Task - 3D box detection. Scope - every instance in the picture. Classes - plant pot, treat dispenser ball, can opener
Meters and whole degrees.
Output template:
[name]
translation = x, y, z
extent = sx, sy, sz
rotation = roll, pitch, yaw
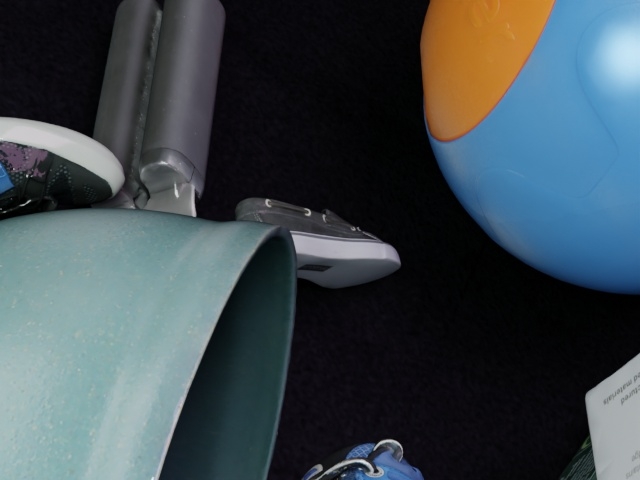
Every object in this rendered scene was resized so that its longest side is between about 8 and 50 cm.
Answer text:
[plant pot]
translation = -0.144, 0.113, 0.811
extent = 0.196, 0.293, 0.293
rotation = 13, 47, 7
[treat dispenser ball]
translation = 0.207, -0.108, 1.180
extent = 0.288, 0.288, 0.288
rotation = 18, 50, -23
[can opener]
translation = -0.091, -0.027, 1.086
extent = 0.095, 0.076, 0.283
rotation = 50, 33, -42

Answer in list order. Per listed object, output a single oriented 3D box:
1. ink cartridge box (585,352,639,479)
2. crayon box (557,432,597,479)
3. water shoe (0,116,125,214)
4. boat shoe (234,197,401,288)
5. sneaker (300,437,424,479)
[ink cartridge box]
translation = 0.286, 0.209, 1.003
extent = 0.226, 0.131, 0.306
rotation = 15, 51, -26
[crayon box]
translation = 0.271, 0.250, 1.110
extent = 0.318, 0.081, 0.202
rotation = 44, 45, 1
[water shoe]
translation = -0.208, -0.024, 0.991
extent = 0.203, 0.073, 0.080
rotation = 7, 69, -18
[boat shoe]
translation = 0.000, 0.000, 1.104
extent = 0.142, 0.049, 0.040
rotation = 10, 60, -54
[sneaker]
translation = 0.010, 0.172, 0.895
extent = 0.147, 0.130, 0.330
rotation = 53, 2, 28
